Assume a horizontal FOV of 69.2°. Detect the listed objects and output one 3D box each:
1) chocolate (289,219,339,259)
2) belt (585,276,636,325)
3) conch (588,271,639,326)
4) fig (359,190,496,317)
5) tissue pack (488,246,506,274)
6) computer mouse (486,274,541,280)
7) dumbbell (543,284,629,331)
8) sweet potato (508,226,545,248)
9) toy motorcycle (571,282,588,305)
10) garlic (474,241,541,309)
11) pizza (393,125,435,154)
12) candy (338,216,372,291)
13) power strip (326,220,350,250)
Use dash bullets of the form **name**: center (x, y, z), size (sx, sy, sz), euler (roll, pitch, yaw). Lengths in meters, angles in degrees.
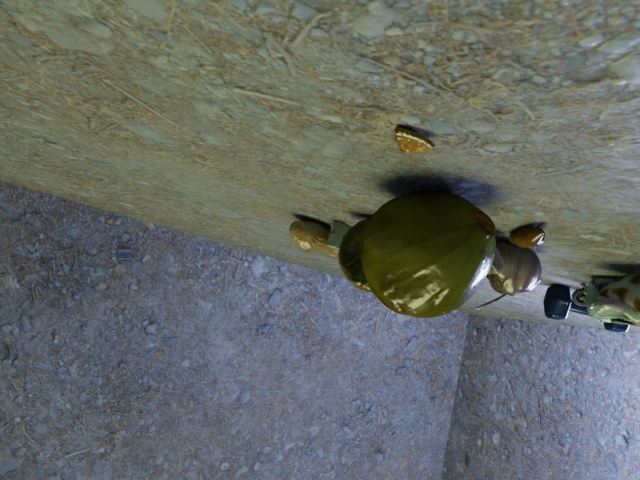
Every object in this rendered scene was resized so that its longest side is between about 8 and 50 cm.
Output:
- **chocolate**: center (0.000, 0.000, 1.896), size (0.309, 0.134, 0.134), euler (19, 168, -34)
- **belt**: center (1.082, 0.220, 1.639), size (0.258, 0.150, 0.207), euler (7, 160, 31)
- **conch**: center (1.047, 0.199, 1.427), size (0.368, 0.197, 0.249), euler (20, -178, -1)
- **fig**: center (0.276, 0.022, 1.170), size (0.344, 0.343, 0.343), euler (13, 170, 2)
- **tissue pack**: center (0.482, 0.029, 1.412), size (0.148, 0.060, 0.109), euler (59, 154, -11)
- **computer mouse**: center (0.756, 0.128, 1.799), size (0.229, 0.068, 0.113), euler (4, -170, -8)
- **dumbbell**: center (1.132, 0.288, 1.973), size (0.325, 0.160, 0.144), euler (10, 139, 11)
- **sweet potato**: center (0.578, -0.005, 1.313), size (0.068, 0.060, 0.206), euler (52, 179, -2)
- **toy motorcycle**: center (1.111, 0.230, 1.809), size (0.229, 0.129, 0.094), euler (25, -166, 13)
- **garlic**: center (0.584, 0.105, 1.533), size (0.207, 0.257, 0.207), euler (44, -165, -15)
- **pizza**: center (0.172, -0.191, 0.893), size (0.083, 0.025, 0.078), euler (22, 164, -8)
- **candy**: center (0.186, 0.050, 1.559), size (0.260, 0.259, 0.118), euler (8, 168, 26)
- **power strip**: center (0.135, 0.018, 1.882), size (0.043, 0.106, 0.367), euler (9, 170, 36)
